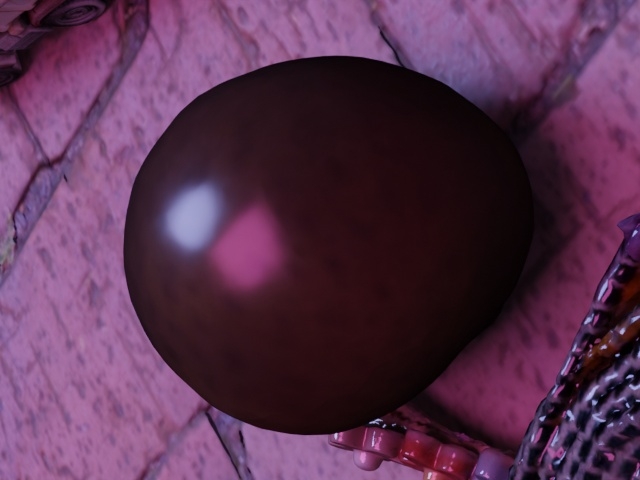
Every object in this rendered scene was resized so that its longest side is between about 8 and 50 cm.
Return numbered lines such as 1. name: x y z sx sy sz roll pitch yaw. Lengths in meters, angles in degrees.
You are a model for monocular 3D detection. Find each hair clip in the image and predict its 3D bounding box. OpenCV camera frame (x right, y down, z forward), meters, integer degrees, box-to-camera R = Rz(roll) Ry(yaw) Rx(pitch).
1. hair clip: 0.061 0.114 0.913 0.214 0.062 0.056 24 79 44

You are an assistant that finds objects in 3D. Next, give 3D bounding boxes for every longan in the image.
1. longan: 0.000 0.000 0.865 0.220 0.196 0.196 -35 71 41

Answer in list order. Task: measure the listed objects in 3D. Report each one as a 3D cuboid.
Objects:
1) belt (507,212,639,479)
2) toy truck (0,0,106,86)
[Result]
1. belt: 0.182 0.147 0.722 0.207 0.160 0.295 35 119 37
2. toy truck: -0.221 -0.177 1.102 0.270 0.135 0.114 -28 77 44
